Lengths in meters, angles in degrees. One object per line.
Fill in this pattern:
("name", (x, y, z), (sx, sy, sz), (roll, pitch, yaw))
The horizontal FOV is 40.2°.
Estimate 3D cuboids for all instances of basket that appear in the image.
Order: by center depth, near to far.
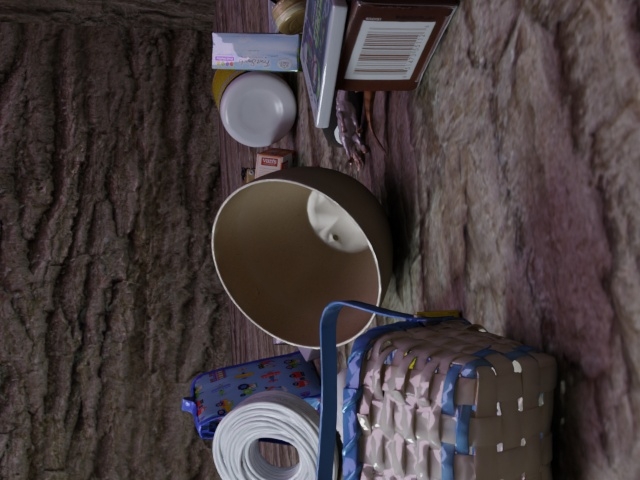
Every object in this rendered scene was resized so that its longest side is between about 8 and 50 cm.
("basket", (0.096, 0.200, 0.903), (0.288, 0.201, 0.255), (4, 94, 46))

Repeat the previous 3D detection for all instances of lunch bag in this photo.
("lunch bag", (-0.154, 0.347, 1.903), (0.221, 0.293, 0.138), (-122, 34, -68))

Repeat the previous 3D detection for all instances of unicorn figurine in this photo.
("unicorn figurine", (0.051, -0.206, 1.496), (0.111, 0.060, 0.162), (-104, 18, -45))

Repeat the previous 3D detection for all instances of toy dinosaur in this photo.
("toy dinosaur", (0.078, -0.252, 1.368), (0.112, 0.064, 0.212), (-112, 24, -56))

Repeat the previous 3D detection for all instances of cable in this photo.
("cable", (-0.084, 0.423, 1.727), (0.257, 0.257, 0.089), (-57, -6, 24))

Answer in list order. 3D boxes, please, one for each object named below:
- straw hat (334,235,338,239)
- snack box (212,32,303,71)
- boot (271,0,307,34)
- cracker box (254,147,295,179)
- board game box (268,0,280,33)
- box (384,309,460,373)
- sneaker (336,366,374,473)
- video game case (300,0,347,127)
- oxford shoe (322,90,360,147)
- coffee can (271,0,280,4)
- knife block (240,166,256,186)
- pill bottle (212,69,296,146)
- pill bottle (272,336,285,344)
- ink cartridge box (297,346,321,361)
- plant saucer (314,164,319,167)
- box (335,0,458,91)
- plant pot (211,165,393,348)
("straw hat", (0.007, -0.002, 1.679), (0.061, 0.144, 0.145), (-11, 77, 36))
("snack box", (-0.071, -0.341, 1.586), (0.207, 0.174, 0.070), (-20, -66, -62))
("boot", (-0.035, -0.442, 1.364), (0.095, 0.262, 0.204), (-26, 100, 40))
("cracker box", (-0.116, -0.100, 2.101), (0.156, 0.067, 0.232), (-50, -33, -75))
("board game box", (-0.075, -0.720, 2.078), (0.390, 0.050, 0.390), (148, 121, -75))
("box", (0.132, 0.146, 1.139), (0.169, 0.059, 0.054), (114, 152, -62))
("sneaker", (0.080, 0.292, 1.368), (0.095, 0.090, 0.235), (120, 146, -42))
("video game case", (0.001, -0.280, 1.187), (0.190, 0.022, 0.173), (100, 164, -44))
("oxford shoe", (0.043, -0.274, 1.564), (0.076, 0.076, 0.212), (-42, -44, -65))
("coffee can", (-0.054, -0.555, 1.637), (0.275, 0.201, 0.202), (-116, 28, -62))
("knife block", (-0.175, -0.092, 2.469), (0.242, 0.088, 0.276), (115, 152, -65))
("pill bottle", (-0.177, -0.376, 2.236), (0.334, 0.187, 0.188), (-116, 28, -62))
("pill bottle", (-0.082, 0.178, 2.074), (0.078, 0.078, 0.137), (141, 127, -74))
("ink cartridge box", (-0.046, 0.106, 1.817), (0.223, 0.045, 0.224), (57, 153, 27))
("plant saucer", (-0.033, 0.010, 1.919), (0.258, 0.047, 0.259), (109, 158, -56))
("box", (0.072, -0.417, 1.222), (0.191, 0.143, 0.382), (114, 151, -63))
("plant pot", (0.000, 0.000, 1.368), (0.191, 0.284, 0.284), (-44, -32, -52))
